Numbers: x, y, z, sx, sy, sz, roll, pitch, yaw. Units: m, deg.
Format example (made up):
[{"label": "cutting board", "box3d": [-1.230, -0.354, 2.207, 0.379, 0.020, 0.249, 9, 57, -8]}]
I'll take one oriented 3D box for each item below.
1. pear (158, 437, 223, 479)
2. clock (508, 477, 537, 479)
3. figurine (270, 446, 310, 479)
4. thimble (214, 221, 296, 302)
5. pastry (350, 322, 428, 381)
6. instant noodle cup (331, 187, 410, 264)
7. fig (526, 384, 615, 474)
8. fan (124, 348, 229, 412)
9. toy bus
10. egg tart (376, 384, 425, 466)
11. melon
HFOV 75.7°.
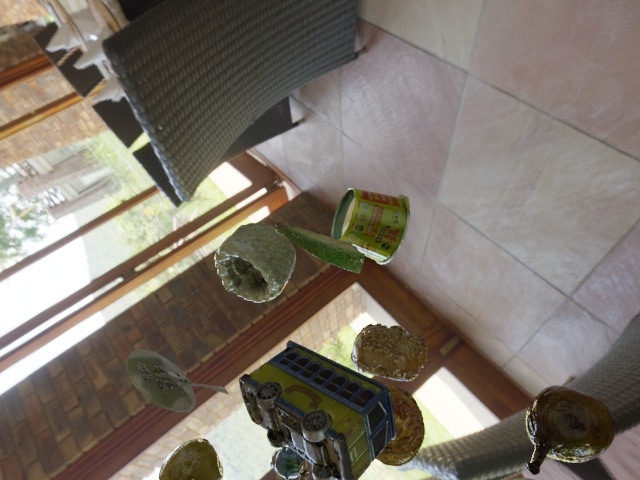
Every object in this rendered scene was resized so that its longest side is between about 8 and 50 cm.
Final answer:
[{"label": "pear", "box3d": [-0.458, 0.824, 1.457, 0.188, 0.211, 0.228, 38, 144, 51]}, {"label": "clock", "box3d": [0.741, 0.982, 1.566, 0.029, 0.235, 0.235, 66, 164, 9]}, {"label": "figurine", "box3d": [-0.103, 0.771, 1.440, 0.145, 0.114, 0.178, 26, 149, -19]}, {"label": "thimble", "box3d": [-0.252, 0.087, 1.594, 0.292, 0.195, 0.291, 16, 134, 17]}, {"label": "pastry", "box3d": [0.231, 0.362, 1.386, 0.311, 0.255, 0.161, 61, -147, -83]}, {"label": "instant noodle cup", "box3d": [0.191, -0.075, 1.672, 0.222, 0.311, 0.311, 16, 170, -16]}, {"label": "fig", "box3d": [0.574, 0.450, 1.000, 0.290, 0.190, 0.191, 14, -173, -34]}, {"label": "fan", "box3d": [-0.401, 0.415, 1.213, 0.233, 0.012, 0.415, 45, -179, 34]}, {"label": "toy bus", "box3d": [-0.013, 0.332, 0.821, 0.288, 0.175, 0.138, 12, 122, 43]}, {"label": "egg tart", "box3d": [0.244, 0.688, 1.546, 0.297, 0.297, 0.132, 44, 162, 29]}, {"label": "melon", "box3d": [-0.001, 0.000, 1.110, 0.262, 0.114, 0.053, 22, 123, 3]}]
